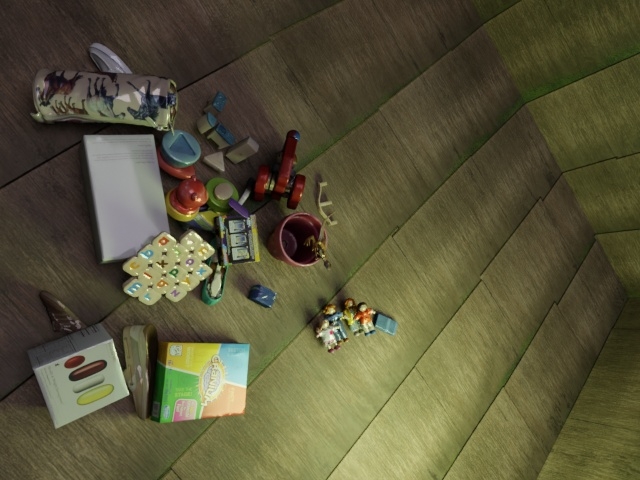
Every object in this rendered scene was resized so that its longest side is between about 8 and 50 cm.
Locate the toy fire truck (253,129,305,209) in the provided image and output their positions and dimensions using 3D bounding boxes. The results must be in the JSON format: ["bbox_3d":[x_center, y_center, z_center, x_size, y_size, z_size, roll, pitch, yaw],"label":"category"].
[{"bbox_3d":[-0.137,-0.266,1.771,0.169,0.302,0.254,12,79,-8],"label":"toy fire truck"}]

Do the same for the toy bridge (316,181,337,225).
[{"bbox_3d":[0.016,-0.151,2.000,0.063,0.026,0.188,-16,91,-31],"label":"toy bridge"}]

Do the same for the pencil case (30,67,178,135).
[{"bbox_3d":[-0.652,-0.428,1.491,0.409,0.160,0.184,-1,60,-15],"label":"pencil case"}]

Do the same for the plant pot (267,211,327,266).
[{"bbox_3d":[-0.104,0.005,1.810,0.201,0.180,0.202,6,80,-32],"label":"plant pot"}]

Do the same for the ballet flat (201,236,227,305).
[{"bbox_3d":[-0.357,0.105,1.694,0.083,0.087,0.248,14,75,-29],"label":"ballet flat"}]

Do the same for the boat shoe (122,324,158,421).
[{"bbox_3d":[-0.568,0.414,1.519,0.098,0.109,0.303,-1,95,4],"label":"boat shoe"}]

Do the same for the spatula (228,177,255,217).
[{"bbox_3d":[-0.267,-0.162,1.725,0.084,0.030,0.296,41,27,-17],"label":"spatula"}]

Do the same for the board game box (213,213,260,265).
[{"bbox_3d":[-0.288,-0.004,1.672,0.141,0.048,0.171,-6,91,-37],"label":"board game box"}]

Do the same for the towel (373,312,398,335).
[{"bbox_3d":[0.279,0.362,2.086,0.119,0.029,0.067,29,69,-26],"label":"towel"}]

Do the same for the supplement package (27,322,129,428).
[{"bbox_3d":[-0.689,0.379,1.383,0.203,0.149,0.194,-21,112,-32],"label":"supplement package"}]

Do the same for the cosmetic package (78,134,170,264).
[{"bbox_3d":[-0.616,-0.129,1.530,0.217,0.156,0.385,-7,88,-32],"label":"cosmetic package"}]

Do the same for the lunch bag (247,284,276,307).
[{"bbox_3d":[-0.209,0.204,1.783,0.098,0.067,0.065,32,68,-25],"label":"lunch bag"}]

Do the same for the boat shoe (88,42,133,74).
[{"bbox_3d":[-0.666,-0.526,1.590,0.258,0.095,0.084,46,58,-17],"label":"boat shoe"}]

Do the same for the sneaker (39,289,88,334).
[{"bbox_3d":[-0.770,0.231,1.431,0.188,0.066,0.071,50,62,-16],"label":"sneaker"}]

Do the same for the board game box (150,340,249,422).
[{"bbox_3d":[-0.386,0.457,1.595,0.316,0.064,0.243,12,76,-44],"label":"board game box"}]

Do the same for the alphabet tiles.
[{"bbox_3d":[-0.480,0.088,1.543,0.284,0.021,0.278,-40,144,-1],"label":"alphabet tiles"}]

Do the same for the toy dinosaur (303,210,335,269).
[{"bbox_3d":[0.000,0.000,1.745,0.112,0.064,0.212,-5,95,-51],"label":"toy dinosaur"}]

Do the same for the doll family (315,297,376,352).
[{"bbox_3d":[0.087,0.322,1.941,0.262,0.118,0.163,-22,101,-14],"label":"doll family"}]

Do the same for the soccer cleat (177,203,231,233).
[{"bbox_3d":[-0.355,-0.073,1.709,0.289,0.093,0.121,13,95,-27],"label":"soccer cleat"}]

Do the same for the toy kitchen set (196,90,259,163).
[{"bbox_3d":[-0.322,-0.422,1.768,0.207,0.122,0.166,43,44,-34],"label":"toy kitchen set"}]

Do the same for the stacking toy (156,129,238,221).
[{"bbox_3d":[-0.396,-0.232,1.633,0.279,0.130,0.309,-5,68,-41],"label":"stacking toy"}]
